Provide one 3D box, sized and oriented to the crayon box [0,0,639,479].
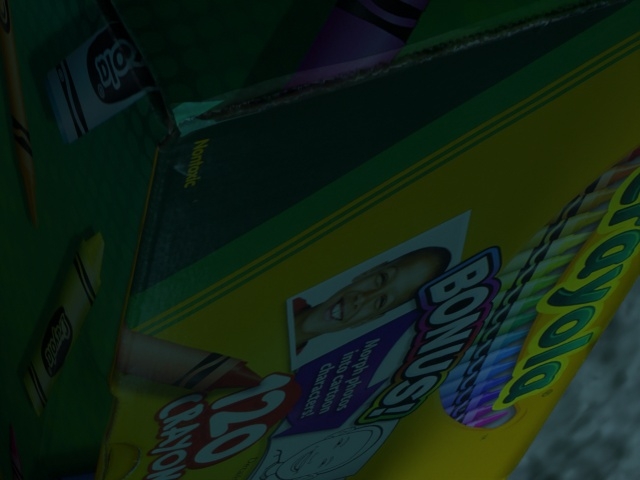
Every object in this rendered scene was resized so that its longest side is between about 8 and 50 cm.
[{"bbox_3d":[0.000,0.000,0.492,0.165,0.081,0.278,-19,153,-23],"label":"crayon box"}]
